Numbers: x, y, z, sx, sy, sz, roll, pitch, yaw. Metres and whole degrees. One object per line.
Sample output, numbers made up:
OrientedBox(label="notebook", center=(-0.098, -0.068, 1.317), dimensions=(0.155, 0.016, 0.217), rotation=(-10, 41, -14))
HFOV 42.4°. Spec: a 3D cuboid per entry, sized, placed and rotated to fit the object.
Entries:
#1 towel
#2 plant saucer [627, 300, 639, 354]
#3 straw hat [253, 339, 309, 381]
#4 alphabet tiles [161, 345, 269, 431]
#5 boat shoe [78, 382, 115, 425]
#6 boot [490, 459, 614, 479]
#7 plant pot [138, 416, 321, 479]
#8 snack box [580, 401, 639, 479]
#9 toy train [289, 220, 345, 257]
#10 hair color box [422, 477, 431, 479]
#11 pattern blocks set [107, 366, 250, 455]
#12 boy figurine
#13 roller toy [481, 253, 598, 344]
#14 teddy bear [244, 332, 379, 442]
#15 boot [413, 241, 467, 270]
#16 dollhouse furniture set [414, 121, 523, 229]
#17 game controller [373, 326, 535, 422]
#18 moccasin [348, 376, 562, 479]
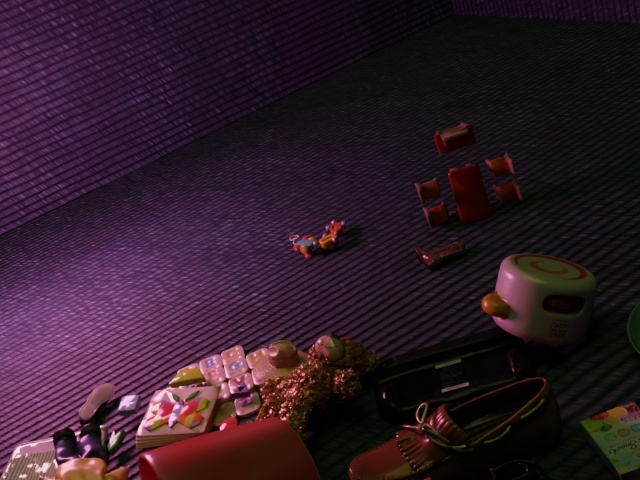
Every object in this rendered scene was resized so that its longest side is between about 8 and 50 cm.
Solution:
OrientedBox(label="towel", center=(-0.591, 0.527, 1.744), dimensions=(0.248, 0.038, 0.325), rotation=(-14, 26, 10))
OrientedBox(label="plant saucer", center=(0.735, 0.166, 1.522), dimensions=(0.318, 0.043, 0.317), rotation=(-15, 26, 8))
OrientedBox(label="straw hat", center=(-0.083, 0.258, 1.855), dimensions=(0.145, 0.061, 0.144), rotation=(-5, 25, 2))
OrientedBox(label="alphabet tiles", center=(-0.237, 0.336, 1.888), dimensions=(0.284, 0.021, 0.278), rotation=(-22, 26, -4))
OrientedBox(label="boat shoe", center=(-0.532, 0.391, 1.965), dimensions=(0.046, 0.038, 0.125), rotation=(24, 38, 5))
OrientedBox(label="boot", center=(0.363, 0.378, 1.260), dimensions=(0.198, 0.137, 0.077), rotation=(-20, 26, -2))
OrientedBox(label="plant pot", center=(-0.142, 0.434, 1.389), dimensions=(0.243, 0.274, 0.275), rotation=(-22, 25, -25))
OrientedBox(label="snack box", center=(0.508, 0.334, 1.359), dimensions=(0.100, 0.037, 0.141), rotation=(-21, 26, -1))
OrientedBox(label="toy train", center=(0.000, 0.000, 2.350), dimensions=(0.166, 0.046, 0.125), rotation=(-17, 25, -3))
OrientedBox(label="hair color box", center=(0.189, 0.453, 1.311), dimensions=(0.043, 0.072, 0.141), rotation=(-22, 25, -4))
OrientedBox(label="pattern blocks set", center=(-0.309, 0.382, 1.803), dimensions=(0.325, 0.026, 0.285), rotation=(-17, 33, 6))
OrientedBox(label="boy figurine", center=(-0.464, 0.486, 1.640), dimensions=(0.177, 0.092, 0.285), rotation=(-7, 32, -19))
OrientedBox(label="roller toy", center=(0.443, 0.121, 1.650), dimensions=(0.191, 0.146, 0.209), rotation=(20, 20, 33))
OrientedBox(label="teddy bear", center=(-0.029, 0.301, 1.670), dimensions=(0.338, 0.113, 0.245), rotation=(-37, 10, -20))
OrientedBox(label="boot", center=(0.305, 0.024, 2.097), dimensions=(0.114, 0.037, 0.106), rotation=(-27, 40, -8))
OrientedBox(label="dollhouse furniture set", center=(0.380, -0.171, 2.173), dimensions=(0.262, 0.259, 0.135), rotation=(-18, 16, 7))
OrientedBox(label="game controller", center=(0.262, 0.267, 1.650), dimensions=(0.319, 0.067, 0.166), rotation=(-17, 40, 6))
OrientedBox(label="moccasin", center=(0.227, 0.338, 1.419), dimensions=(0.380, 0.147, 0.139), rotation=(-18, 26, 3))
